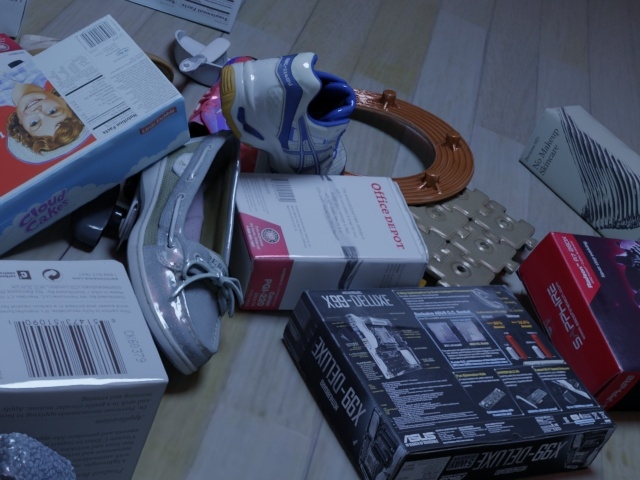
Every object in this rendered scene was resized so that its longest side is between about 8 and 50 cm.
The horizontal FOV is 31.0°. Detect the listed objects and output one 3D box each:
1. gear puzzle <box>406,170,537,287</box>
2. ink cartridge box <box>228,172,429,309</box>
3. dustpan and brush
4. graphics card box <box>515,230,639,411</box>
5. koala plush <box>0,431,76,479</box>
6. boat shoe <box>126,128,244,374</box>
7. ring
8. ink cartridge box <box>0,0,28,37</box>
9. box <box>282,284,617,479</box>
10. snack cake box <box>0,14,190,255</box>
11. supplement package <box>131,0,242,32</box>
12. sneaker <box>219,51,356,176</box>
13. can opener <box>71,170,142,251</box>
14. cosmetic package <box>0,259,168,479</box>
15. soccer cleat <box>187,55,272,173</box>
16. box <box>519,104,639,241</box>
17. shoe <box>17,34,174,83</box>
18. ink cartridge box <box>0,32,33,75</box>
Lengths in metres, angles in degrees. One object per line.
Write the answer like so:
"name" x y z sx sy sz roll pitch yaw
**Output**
"gear puzzle" 0.163 0.021 1.543 0.175 0.044 0.339 35 37 13
"ink cartridge box" 0.000 0.000 1.382 0.218 0.092 0.158 0 43 -18
"dustpan and brush" -0.170 -0.265 1.706 0.147 0.060 0.211 27 32 4
"graphics card box" 0.466 0.113 1.532 0.371 0.094 0.233 7 45 -28
"koala plush" -0.197 0.284 0.834 0.221 0.203 0.196 30 35 -33
"boat shoe" -0.135 0.000 1.255 0.118 0.103 0.320 55 21 -39
"ring" 0.064 -0.154 1.680 0.336 0.032 0.336 9 32 -6
"ink cartridge box" -0.509 -0.388 1.628 0.160 0.093 0.219 5 38 -28
"box" 0.143 0.157 1.295 0.307 0.076 0.242 -1 40 -34
"snack cake box" -0.294 -0.116 1.265 0.264 0.089 0.152 -33 66 -18
"supplement package" -0.194 -0.517 1.862 0.198 0.263 0.199 16 33 -13
"sneaker" -0.007 -0.136 1.405 0.296 0.131 0.112 33 47 -65
"can opener" -0.224 -0.087 1.402 0.093 0.074 0.280 24 32 -9
"cosmetic package" -0.240 0.132 0.979 0.151 0.184 0.151 2 39 -31
"soccer cleat" -0.128 -0.161 1.544 0.116 0.109 0.318 17 37 -19
"box" 0.451 -0.092 1.824 0.094 0.113 0.275 -10 45 -40
"shoe" -0.306 -0.244 1.573 0.219 0.076 0.058 3 43 -27
"ink cartridge box" -0.388 -0.173 1.420 0.175 0.072 0.127 38 35 20
